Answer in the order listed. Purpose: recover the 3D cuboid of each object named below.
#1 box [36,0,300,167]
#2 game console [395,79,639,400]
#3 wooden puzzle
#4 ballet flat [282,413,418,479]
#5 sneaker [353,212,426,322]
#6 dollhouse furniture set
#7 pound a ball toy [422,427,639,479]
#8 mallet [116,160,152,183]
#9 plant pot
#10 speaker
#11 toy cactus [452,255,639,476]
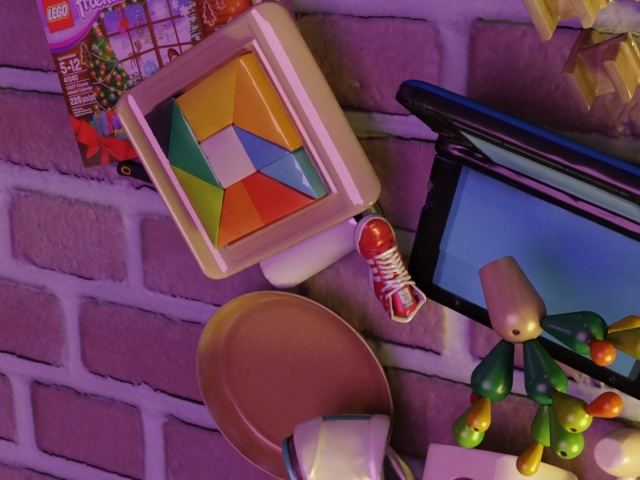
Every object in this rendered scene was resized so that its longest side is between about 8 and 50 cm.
[{"bbox_3d":[-0.154,-0.196,1.364,0.293,0.057,0.201,-8,102,34],"label":"box"},{"bbox_3d":[0.195,0.008,1.146,0.293,0.250,0.173,25,91,24],"label":"game console"},{"bbox_3d":[-0.082,-0.090,1.293,0.238,0.044,0.221,-26,94,37],"label":"wooden puzzle"},{"bbox_3d":[0.083,0.356,1.345,0.139,0.139,0.400,-11,105,35],"label":"ballet flat"},{"bbox_3d":[0.068,0.031,1.271,0.067,0.042,0.118,55,168,45],"label":"sneaker"},{"bbox_3d":[0.278,-0.256,1.046,0.212,0.161,0.242,-13,120,35],"label":"dollhouse furniture set"},{"bbox_3d":[0.175,0.315,1.207,0.208,0.135,0.319,3,76,41],"label":"pound a ball toy"},{"bbox_3d":[-0.149,-0.051,1.426,0.189,0.039,0.062,9,107,35],"label":"mallet"},{"bbox_3d":[-0.025,0.156,1.399,0.236,0.032,0.236,11,116,24],"label":"plant pot"},{"bbox_3d":[0.000,0.000,1.332,0.136,0.055,0.055,-32,87,35],"label":"speaker"},{"bbox_3d":[0.196,0.099,1.133,0.219,0.112,0.181,-36,69,43],"label":"toy cactus"}]
